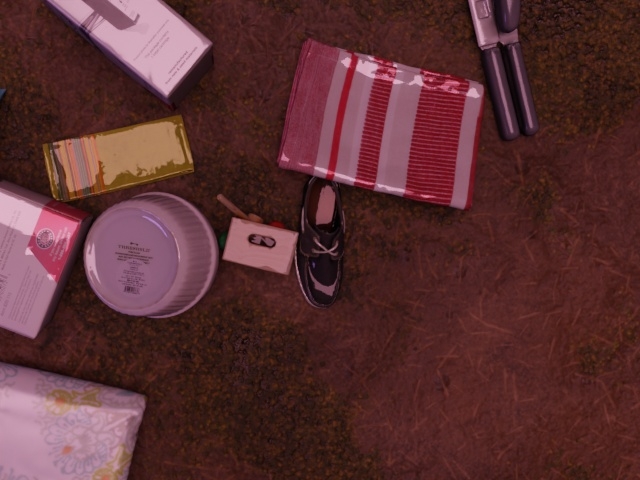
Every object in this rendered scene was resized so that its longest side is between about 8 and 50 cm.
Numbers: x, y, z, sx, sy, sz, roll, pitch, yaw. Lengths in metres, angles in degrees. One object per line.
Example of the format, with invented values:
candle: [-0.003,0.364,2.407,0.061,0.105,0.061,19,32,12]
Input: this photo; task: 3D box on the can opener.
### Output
can opener: [0.312,-0.309,1.624,0.074,0.093,0.280,-14,98,-6]

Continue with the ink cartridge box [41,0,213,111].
ink cartridge box: [-0.306,-0.339,1.501,0.273,0.197,0.114,40,87,-5]

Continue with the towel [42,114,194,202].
towel: [-0.335,-0.136,1.592,0.237,0.021,0.102,-14,94,-6]

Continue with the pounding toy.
pounding toy: [-0.110,-0.010,1.564,0.141,0.130,0.100,14,90,-6]

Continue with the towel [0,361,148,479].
towel: [-0.481,0.397,1.562,0.320,0.090,0.374,14,90,-9]

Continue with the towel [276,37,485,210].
towel: [0.107,-0.192,1.591,0.329,0.037,0.237,13,71,-7]

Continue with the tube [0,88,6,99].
tube: [-0.548,-0.184,1.498,0.080,0.207,0.052,4,131,-9]

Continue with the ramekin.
ramekin: [-0.276,0.025,1.526,0.207,0.109,0.207,1,93,15]

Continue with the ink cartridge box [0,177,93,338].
ink cartridge box: [-0.535,0.002,1.518,0.283,0.117,0.207,23,96,-6]

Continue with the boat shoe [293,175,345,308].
boat shoe: [0.000,0.000,1.603,0.084,0.079,0.233,1,93,-8]
